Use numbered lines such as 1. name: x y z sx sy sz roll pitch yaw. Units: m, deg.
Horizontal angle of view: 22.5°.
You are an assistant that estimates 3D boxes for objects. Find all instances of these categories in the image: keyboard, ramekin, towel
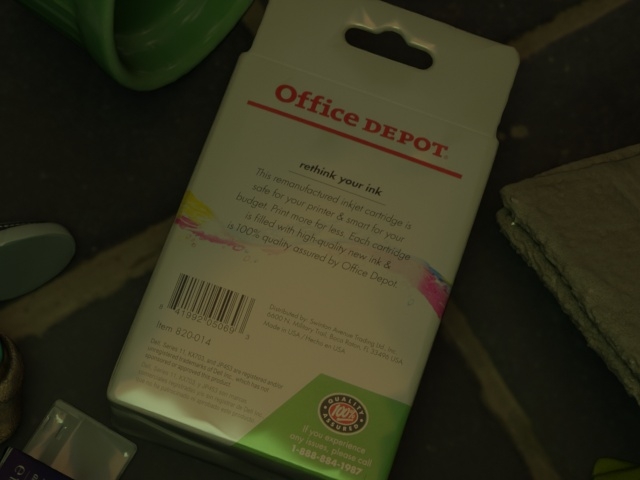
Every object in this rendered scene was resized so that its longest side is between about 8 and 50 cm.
1. keyboard: -0.229 0.238 1.154 0.072 0.014 0.256 32 73 0
2. ramekin: -0.126 -0.277 1.183 0.148 0.303 0.303 30 72 13
3. towel: 0.269 0.036 1.182 0.187 0.049 0.282 -16 49 -20

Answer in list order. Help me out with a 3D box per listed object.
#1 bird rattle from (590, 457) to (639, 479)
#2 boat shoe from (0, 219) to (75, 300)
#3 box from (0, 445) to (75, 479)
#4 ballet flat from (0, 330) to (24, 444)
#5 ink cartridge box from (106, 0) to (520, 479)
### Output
1. bird rattle: 0.320 0.228 1.169 0.253 0.143 0.207 8 83 -16
2. boat shoe: -0.280 0.006 1.196 0.183 0.065 0.083 -18 51 -24
3. box: -0.160 0.262 1.078 0.207 0.108 0.153 27 59 0
4. ballet flat: -0.351 0.158 1.117 0.316 0.106 0.107 -19 51 -13
5. ink cartridge box: 0.000 0.000 1.191 0.207 0.119 0.353 20 73 2
